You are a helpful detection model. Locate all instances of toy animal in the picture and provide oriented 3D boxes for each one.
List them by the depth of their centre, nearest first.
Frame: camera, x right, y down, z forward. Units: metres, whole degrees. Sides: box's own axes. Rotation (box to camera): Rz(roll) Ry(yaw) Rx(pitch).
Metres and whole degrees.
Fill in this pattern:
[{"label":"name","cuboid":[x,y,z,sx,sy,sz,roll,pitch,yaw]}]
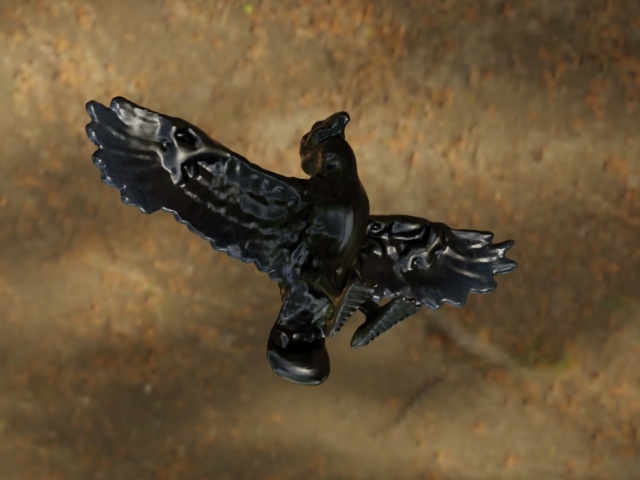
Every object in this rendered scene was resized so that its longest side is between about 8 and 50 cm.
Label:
[{"label":"toy animal","cuboid":[0.000,0.000,0.791,0.220,0.108,0.062,16,136,-35]}]
